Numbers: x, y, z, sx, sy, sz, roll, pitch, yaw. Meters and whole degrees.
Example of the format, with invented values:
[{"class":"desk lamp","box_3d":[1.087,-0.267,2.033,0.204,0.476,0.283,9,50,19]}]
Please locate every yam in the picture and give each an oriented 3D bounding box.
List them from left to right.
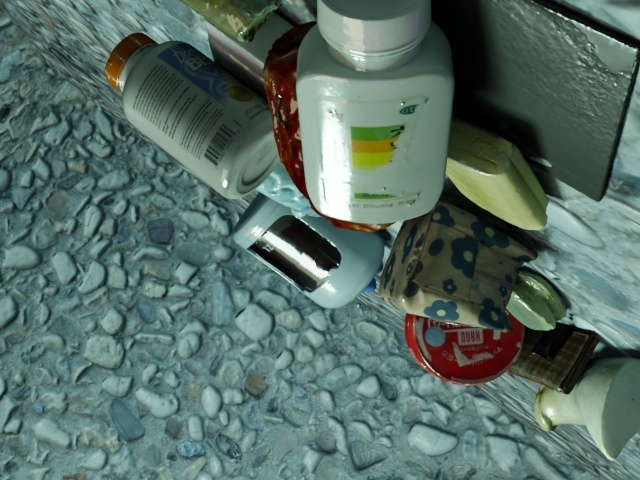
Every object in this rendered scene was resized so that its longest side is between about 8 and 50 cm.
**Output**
[{"class":"yam","box_3d":[-0.171,-0.363,1.099,0.259,0.093,0.093,37,172,9]}]

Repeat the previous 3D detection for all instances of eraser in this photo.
[{"class":"eraser","box_3d":[-0.095,-0.264,1.331,0.213,0.082,0.397,37,172,5]}]

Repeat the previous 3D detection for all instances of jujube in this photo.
[{"class":"jujube","box_3d":[0.029,-0.143,1.085,0.197,0.197,0.290,27,150,55]}]

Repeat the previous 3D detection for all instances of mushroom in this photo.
[{"class":"mushroom","box_3d":[0.503,0.293,1.506,0.126,0.177,0.397,44,175,5]}]

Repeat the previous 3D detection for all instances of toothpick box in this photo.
[{"class":"toothpick box","box_3d":[0.000,0.000,1.935,0.354,0.263,0.263,39,172,-11]}]

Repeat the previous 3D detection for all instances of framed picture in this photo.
[{"class":"framed picture","box_3d":[0.200,-0.164,0.849,0.244,0.013,0.324,35,172,22]}]

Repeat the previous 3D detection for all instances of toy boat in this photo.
[{"class":"toy boat","box_3d":[-0.093,-0.130,1.589,0.330,0.123,0.215,19,-158,-47]}]

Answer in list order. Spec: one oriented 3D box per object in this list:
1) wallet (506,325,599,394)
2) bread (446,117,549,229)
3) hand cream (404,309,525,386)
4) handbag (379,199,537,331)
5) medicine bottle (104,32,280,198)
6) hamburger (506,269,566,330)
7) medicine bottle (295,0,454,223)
[{"class":"wallet","box_3d":[0.430,0.215,1.548,0.042,0.124,0.230,32,174,-10]},{"class":"bread","box_3d":[0.207,-0.086,1.017,0.139,0.060,0.178,34,179,34]},{"class":"hand cream","box_3d":[0.282,0.174,1.627,0.230,0.230,0.149,38,172,4]},{"class":"handbag","box_3d":[0.218,0.047,1.329,0.193,0.190,0.251,22,177,-4]},{"class":"medicine bottle","box_3d":[-0.197,-0.204,1.263,0.288,0.157,0.157,38,172,13]},{"class":"hamburger","box_3d":[0.366,0.103,1.436,0.133,0.062,0.140,43,174,-6]},{"class":"medicine bottle","box_3d":[0.057,-0.144,0.856,0.161,0.111,0.296,0,142,2]}]
